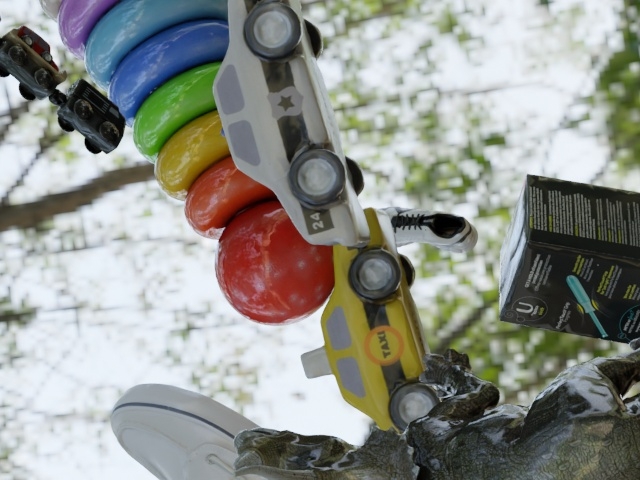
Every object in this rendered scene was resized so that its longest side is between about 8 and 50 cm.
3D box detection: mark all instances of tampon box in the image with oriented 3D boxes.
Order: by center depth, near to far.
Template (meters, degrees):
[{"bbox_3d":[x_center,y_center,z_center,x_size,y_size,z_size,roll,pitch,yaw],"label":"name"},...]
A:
[{"bbox_3d":[0.269,0.020,1.854,0.101,0.161,0.120,-84,6,-46],"label":"tampon box"}]

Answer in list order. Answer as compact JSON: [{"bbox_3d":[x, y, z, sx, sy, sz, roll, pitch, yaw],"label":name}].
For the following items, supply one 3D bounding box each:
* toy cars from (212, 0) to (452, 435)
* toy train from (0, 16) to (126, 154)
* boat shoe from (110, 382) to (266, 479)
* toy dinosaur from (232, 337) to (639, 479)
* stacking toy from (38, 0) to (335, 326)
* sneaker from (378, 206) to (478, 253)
[{"bbox_3d":[0.000,0.000,1.228,0.176,0.087,0.394,-98,-12,-52],"label":"toy cars"},{"bbox_3d":[-0.181,-0.113,1.142,0.158,0.027,0.036,41,-133,-22],"label":"toy train"},{"bbox_3d":[-0.068,0.192,1.417,0.084,0.258,0.095,-46,-34,-37],"label":"boat shoe"},{"bbox_3d":[0.116,0.115,0.982,0.160,0.313,0.121,-58,-46,-62],"label":"toy dinosaur"},{"bbox_3d":[-0.084,-0.083,1.359,0.141,0.141,0.330,12,-132,-63],"label":"stacking toy"},{"bbox_3d":[0.087,-0.015,1.673,0.044,0.109,0.040,60,-145,-69],"label":"sneaker"}]
